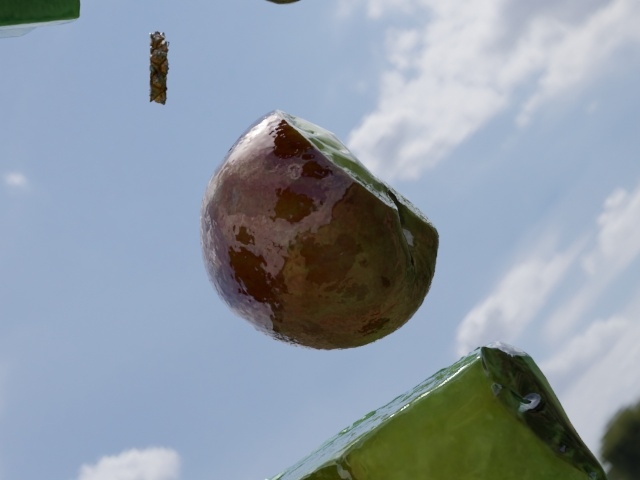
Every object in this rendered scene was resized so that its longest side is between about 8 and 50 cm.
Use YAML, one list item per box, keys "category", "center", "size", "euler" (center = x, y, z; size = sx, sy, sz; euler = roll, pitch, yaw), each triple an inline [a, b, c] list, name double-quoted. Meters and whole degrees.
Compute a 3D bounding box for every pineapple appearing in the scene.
- category: "pineapple"
  center: [-0.153, -0.169, 1.534]
  size: [0.019, 0.083, 0.045]
  euler: [3, -37, -10]

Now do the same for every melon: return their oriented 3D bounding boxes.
- category: "melon"
  center: [0.009, 0.216, 0.859]
  size: [0.344, 0.331, 0.226]
  euler: [-34, -55, 6]

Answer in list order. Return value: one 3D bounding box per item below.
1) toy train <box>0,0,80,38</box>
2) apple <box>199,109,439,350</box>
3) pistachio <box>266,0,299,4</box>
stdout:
- category: "toy train"
  center: [-0.277, -0.143, 0.870]
  size: [0.301, 0.120, 0.202]
  euler: [-10, 1, -25]
- category: "apple"
  center: [0.000, 0.000, 1.201]
  size: [0.195, 0.173, 0.160]
  euler: [11, -81, -68]
- category: "pistachio"
  center: [-0.057, -0.286, 1.233]
  size: [0.153, 0.238, 0.137]
  euler: [-17, -26, -28]
